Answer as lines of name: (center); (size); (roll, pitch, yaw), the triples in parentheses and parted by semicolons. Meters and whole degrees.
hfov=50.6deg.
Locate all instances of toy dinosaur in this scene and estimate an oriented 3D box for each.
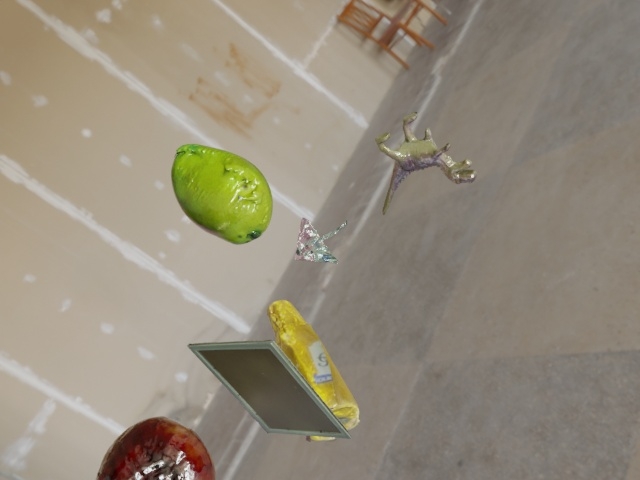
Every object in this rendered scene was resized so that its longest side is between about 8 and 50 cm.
toy dinosaur: (0.186, -0.155, 1.422); (0.251, 0.200, 0.072); (-22, 28, 28)

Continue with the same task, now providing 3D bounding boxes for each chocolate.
chocolate: (-0.051, 0.343, 1.903); (0.162, 0.162, 0.445); (-47, 48, 18)

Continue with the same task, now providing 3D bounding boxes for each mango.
mango: (-0.139, -0.070, 0.949); (0.119, 0.178, 0.100); (-57, -23, 14)

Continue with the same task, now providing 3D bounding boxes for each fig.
fig: (-0.325, 0.462, 1.329); (0.263, 0.224, 0.224); (14, 67, 53)

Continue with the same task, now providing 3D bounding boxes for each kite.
kite: (0.000, 0.000, 1.592); (0.156, 0.139, 0.011); (-34, 10, 7)

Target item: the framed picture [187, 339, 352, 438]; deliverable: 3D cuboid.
framed picture: (-0.088, 0.266, 1.206); (0.217, 0.274, 0.017); (-7, 39, 38)
